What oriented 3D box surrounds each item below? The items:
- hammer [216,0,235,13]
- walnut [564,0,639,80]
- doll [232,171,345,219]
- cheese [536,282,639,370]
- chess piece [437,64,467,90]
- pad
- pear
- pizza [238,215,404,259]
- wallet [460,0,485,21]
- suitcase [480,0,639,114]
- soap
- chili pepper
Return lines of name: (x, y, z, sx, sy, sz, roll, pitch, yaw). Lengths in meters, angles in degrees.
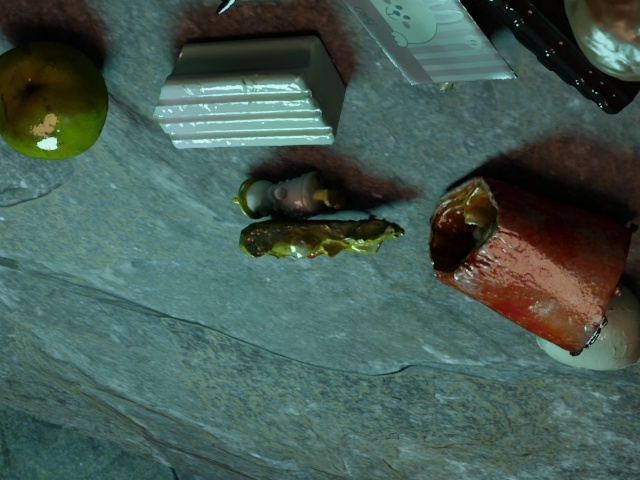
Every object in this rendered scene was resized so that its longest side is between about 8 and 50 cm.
hammer: (-0.312, -0.398, 1.926, 0.440, 0.044, 0.168, 4, 147, 18)
walnut: (0.414, -0.304, 1.552, 0.273, 0.273, 0.227, 14, 156, 0)
doll: (-0.062, -0.075, 2.319, 0.207, 0.081, 0.129, -2, 176, 27)
cheese: (0.484, 0.151, 2.399, 0.198, 0.154, 0.189, 7, 144, 13)
chess piece: (0.197, -0.248, 1.968, 0.042, 0.042, 0.093, 21, 156, -12)
pad: (0.120, -0.314, 1.852, 0.202, 0.005, 0.300, 3, 147, 45)
pear: (-0.431, -0.221, 2.138, 0.200, 0.200, 0.200, 11, 150, 6)
pizza: (0.000, 0.000, 2.321, 0.287, 0.075, 0.280, -1, -176, 14)
wallet: (0.181, -0.323, 1.856, 0.088, 0.026, 0.129, 18, 149, -7)
suitcase: (0.275, -0.288, 1.724, 0.285, 0.206, 0.066, 36, 101, -33)
soap: (-0.118, -0.227, 2.077, 0.289, 0.095, 0.173, 0, 148, 24)
chili pepper: (0.339, 0.036, 2.200, 0.305, 0.229, 0.251, 20, 165, -11)
